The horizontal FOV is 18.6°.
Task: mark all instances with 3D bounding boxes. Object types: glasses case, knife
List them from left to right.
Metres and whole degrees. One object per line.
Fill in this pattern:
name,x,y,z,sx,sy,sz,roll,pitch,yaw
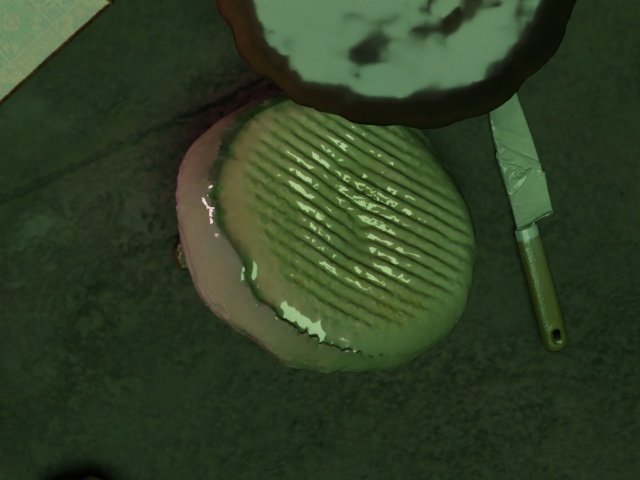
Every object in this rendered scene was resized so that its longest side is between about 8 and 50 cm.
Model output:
glasses case,-0.285,-0.166,1.715,0.218,0.049,0.075,-41,108,6
knife,0.204,-0.027,1.894,0.047,0.017,0.297,-19,111,-6

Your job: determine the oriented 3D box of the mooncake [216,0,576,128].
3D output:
mooncake,0.062,-0.262,1.676,0.324,0.187,0.324,-3,111,-8

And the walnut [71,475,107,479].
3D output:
walnut,-0.229,0.266,1.891,0.096,0.082,0.079,-10,145,-2

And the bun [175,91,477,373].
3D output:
bun,0.000,0.000,1.763,0.287,0.287,0.146,21,150,-19

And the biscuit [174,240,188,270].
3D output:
biscuit,-0.075,-0.010,1.839,0.130,0.019,0.119,28,103,-21
